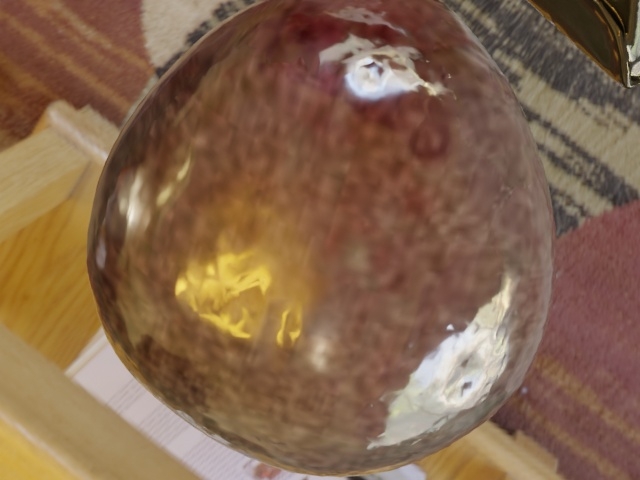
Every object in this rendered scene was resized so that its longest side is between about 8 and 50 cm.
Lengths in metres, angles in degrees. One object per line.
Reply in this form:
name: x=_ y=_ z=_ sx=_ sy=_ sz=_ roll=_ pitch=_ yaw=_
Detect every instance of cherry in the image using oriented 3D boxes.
cherry: x=0.004 y=0.000 z=0.431 sx=0.176 sy=0.140 sz=0.176 roll=16 pitch=127 yaw=23

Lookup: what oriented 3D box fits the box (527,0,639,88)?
box: x=0.240 y=-0.324 z=0.940 sx=0.251 sy=0.345 sz=0.204 roll=-22 pitch=138 yaw=-16
